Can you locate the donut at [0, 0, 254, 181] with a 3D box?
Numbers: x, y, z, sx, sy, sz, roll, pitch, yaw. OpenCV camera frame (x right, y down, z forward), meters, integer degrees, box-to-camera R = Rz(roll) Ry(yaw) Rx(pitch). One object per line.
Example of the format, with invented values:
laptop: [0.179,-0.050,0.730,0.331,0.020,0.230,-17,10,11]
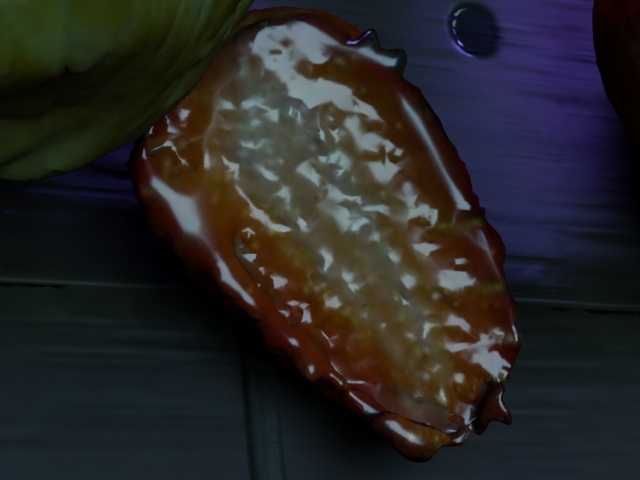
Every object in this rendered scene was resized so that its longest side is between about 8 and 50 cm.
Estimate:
donut: [-0.158,-0.183,0.573,0.360,0.170,0.360,6,66,-13]

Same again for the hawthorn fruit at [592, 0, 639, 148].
hawthorn fruit: [0.204,-0.103,0.749,0.225,0.196,0.196,40,56,16]

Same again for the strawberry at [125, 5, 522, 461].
strawberry: [0.000,0.000,0.663,0.121,0.082,0.188,-31,97,-13]
